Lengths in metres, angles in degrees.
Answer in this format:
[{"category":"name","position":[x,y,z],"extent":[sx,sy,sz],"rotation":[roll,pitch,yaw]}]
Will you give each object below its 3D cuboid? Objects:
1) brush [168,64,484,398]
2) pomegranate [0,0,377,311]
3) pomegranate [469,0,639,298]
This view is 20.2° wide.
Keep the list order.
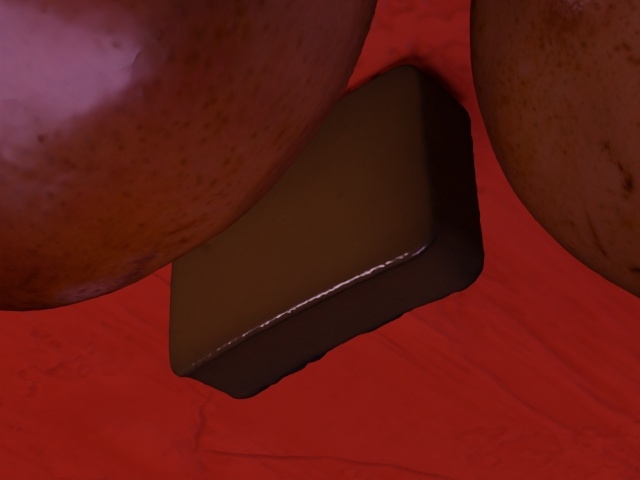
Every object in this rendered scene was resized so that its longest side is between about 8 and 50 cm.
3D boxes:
[{"category":"brush","position":[0.000,0.000,0.982],"extent":[0.197,0.123,0.059],"rotation":[-30,135,34]},{"category":"pomegranate","position":[-0.115,-0.133,0.713],"extent":[0.319,0.319,0.319],"rotation":[1,141,1]},{"category":"pomegranate","position":[0.186,-0.089,0.751],"extent":[0.264,0.264,0.264],"rotation":[1,141,1]}]
